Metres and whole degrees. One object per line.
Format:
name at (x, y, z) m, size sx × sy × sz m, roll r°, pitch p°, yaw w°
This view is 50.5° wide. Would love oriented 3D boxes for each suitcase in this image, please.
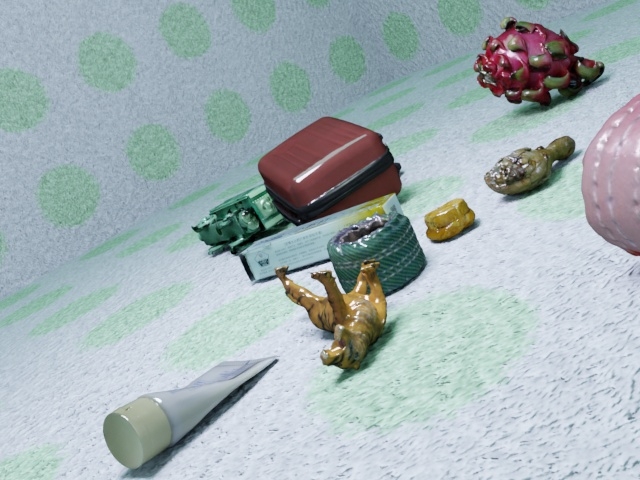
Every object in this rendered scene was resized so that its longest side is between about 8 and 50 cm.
suitcase at (0.011, -0.135, 1.411) m, size 0.236 × 0.161 × 0.297 m, roll -34°, pitch 25°, yaw -8°

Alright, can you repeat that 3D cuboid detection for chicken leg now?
chicken leg at (0.353, -0.126, 1.102) m, size 0.197 × 0.069 × 0.085 m, roll -27°, pitch -11°, yaw -31°

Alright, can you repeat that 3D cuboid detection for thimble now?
thimble at (0.081, 0.019, 0.981) m, size 0.135 × 0.090 × 0.118 m, roll -33°, pitch 18°, yaw -34°
thimble at (0.357, -0.065, 0.655) m, size 0.189 × 0.163 × 0.125 m, roll -35°, pitch 17°, yaw -10°

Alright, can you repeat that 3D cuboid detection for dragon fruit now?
dragon fruit at (0.493, -0.391, 1.546) m, size 0.198 × 0.272 × 0.218 m, roll -59°, pitch -7°, yaw -3°

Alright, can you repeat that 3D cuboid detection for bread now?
bread at (0.199, -0.033, 1.052) m, size 0.083 × 0.046 × 0.081 m, roll -38°, pitch 13°, yaw -34°

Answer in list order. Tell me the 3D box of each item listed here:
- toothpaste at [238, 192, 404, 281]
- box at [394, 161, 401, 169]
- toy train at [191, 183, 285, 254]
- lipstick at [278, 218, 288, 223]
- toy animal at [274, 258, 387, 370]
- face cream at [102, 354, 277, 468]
toothpaste at (0.000, 0.000, 1.237) m, size 0.312 × 0.071 × 0.089 m, roll -19°, pitch 12°, yaw 28°
box at (0.073, -0.121, 1.585) m, size 0.212 × 0.042 × 0.201 m, roll -16°, pitch 19°, yaw 33°
toy train at (-0.202, -0.040, 1.644) m, size 0.154 × 0.115 × 0.269 m, roll -36°, pitch 11°, yaw -32°
lipstick at (-0.119, -0.065, 1.701) m, size 0.048 × 0.048 × 0.158 m, roll -34°, pitch 17°, yaw -31°
toy animal at (0.015, 0.087, 0.885) m, size 0.114 × 0.116 × 0.255 m, roll -6°, pitch 2°, yaw -19°
face cream at (-0.158, 0.197, 0.848) m, size 0.114 × 0.070 × 0.224 m, roll -14°, pitch 6°, yaw 38°
